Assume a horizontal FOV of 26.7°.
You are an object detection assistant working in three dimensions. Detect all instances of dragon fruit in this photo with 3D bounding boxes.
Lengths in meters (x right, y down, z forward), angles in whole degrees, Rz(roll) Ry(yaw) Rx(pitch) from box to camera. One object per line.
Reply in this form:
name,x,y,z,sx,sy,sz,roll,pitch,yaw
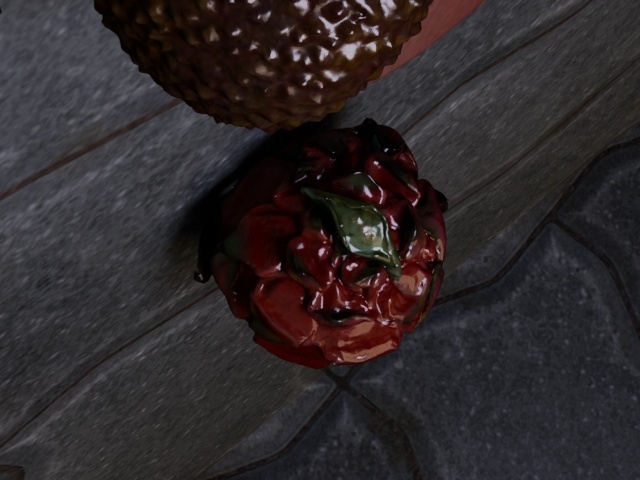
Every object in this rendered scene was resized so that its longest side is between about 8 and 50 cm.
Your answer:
dragon fruit,0.000,0.000,1.252,0.234,0.234,0.293,-38,-163,-11

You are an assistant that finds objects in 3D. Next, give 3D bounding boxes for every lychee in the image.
lychee,-0.030,-0.153,0.660,0.194,0.194,0.194,-38,166,-11

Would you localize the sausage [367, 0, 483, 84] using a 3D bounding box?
sausage,0.050,-0.194,0.846,0.254,0.148,0.148,-41,167,-16
